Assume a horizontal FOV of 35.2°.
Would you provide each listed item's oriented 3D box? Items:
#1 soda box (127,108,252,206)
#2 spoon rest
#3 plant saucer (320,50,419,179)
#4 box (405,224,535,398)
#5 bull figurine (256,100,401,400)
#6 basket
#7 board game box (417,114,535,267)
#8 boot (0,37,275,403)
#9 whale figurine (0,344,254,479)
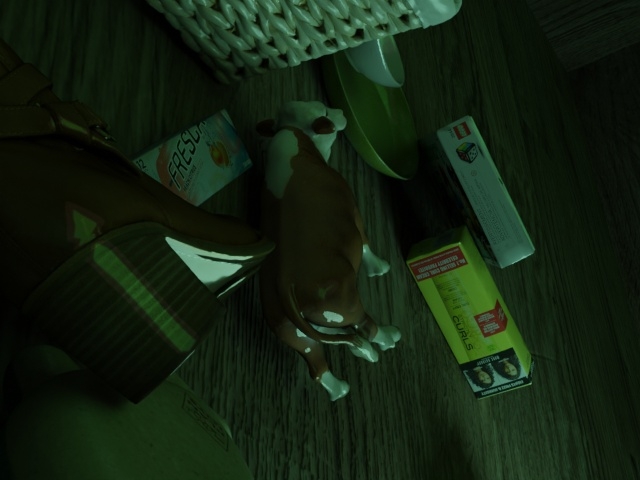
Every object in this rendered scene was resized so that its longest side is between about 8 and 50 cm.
[{"bbox_3d":[-0.123,-0.052,0.820,0.058,0.063,0.183,64,24,-11],"label":"soda box"},{"bbox_3d":[0.045,-0.274,1.251,0.276,0.084,0.137,16,56,-60],"label":"spoon rest"},{"bbox_3d":[0.063,-0.189,1.368,0.241,0.037,0.241,46,33,-42],"label":"plant saucer"},{"bbox_3d":[0.206,0.099,1.372,0.232,0.087,0.058,62,24,-16],"label":"box"},{"bbox_3d":[0.000,0.000,0.993,0.188,0.101,0.310,54,27,-35],"label":"bull figurine"},{"bbox_3d":[-0.057,-0.375,0.958,0.328,0.266,0.331,46,32,-50],"label":"basket"},{"bbox_3d":[0.204,-0.067,1.401,0.305,0.053,0.193,-98,162,-88],"label":"board game box"},{"bbox_3d":[-0.146,-0.030,0.610,0.220,0.109,0.283,47,14,-4],"label":"boot"},{"bbox_3d":[-0.118,0.158,0.603,0.216,0.141,0.272,45,4,-8],"label":"whale figurine"}]
